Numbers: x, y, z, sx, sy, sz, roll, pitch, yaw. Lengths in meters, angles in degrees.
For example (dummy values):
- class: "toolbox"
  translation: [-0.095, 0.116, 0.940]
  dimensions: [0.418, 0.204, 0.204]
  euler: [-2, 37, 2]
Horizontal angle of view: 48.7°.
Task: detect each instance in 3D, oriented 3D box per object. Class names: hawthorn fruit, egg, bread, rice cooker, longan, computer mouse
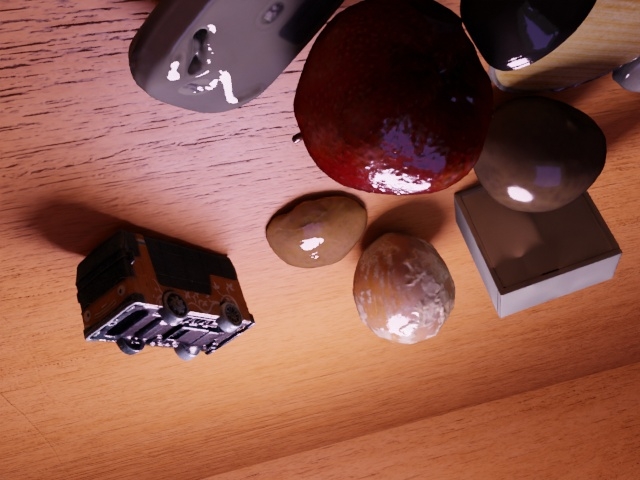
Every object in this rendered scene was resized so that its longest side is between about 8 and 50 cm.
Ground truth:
- class: "hawthorn fruit"
  translation: [0.057, -0.161, 0.832]
  dimensions: [0.265, 0.230, 0.210]
  euler: [-8, 173, 38]
- class: "egg"
  translation: [0.159, 0.094, 1.379]
  dimensions: [0.203, 0.203, 0.245]
  euler: [-20, 129, 2]
- class: "bread"
  translation: [0.359, -0.284, 0.978]
  dimensions: [0.266, 0.041, 0.267]
  euler: [-11, 163, -3]
- class: "rice cooker"
  translation: [0.239, -0.291, 0.807]
  dimensions: [0.118, 0.203, 0.142]
  euler: [39, 150, -27]
- class: "longan"
  translation: [0.341, -0.134, 1.122]
  dimensions: [0.212, 0.198, 0.198]
  euler: [4, 143, -38]
- class: "computer mouse"
  translation: [-0.071, -0.266, 0.756]
  dimensions: [0.331, 0.095, 0.197]
  euler: [-42, 160, 20]

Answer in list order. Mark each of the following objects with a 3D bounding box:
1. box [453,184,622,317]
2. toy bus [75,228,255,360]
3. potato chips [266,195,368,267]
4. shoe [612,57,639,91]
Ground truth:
- class: "box"
  translation: [0.397, -0.008, 1.321]
  dimensions: [0.224, 0.225, 0.117]
  euler: [-20, 150, 3]
- class: "toy bus"
  translation: [-0.258, 0.093, 1.175]
  dimensions: [0.138, 0.167, 0.275]
  euler: [-34, 152, 25]
- class: "potato chips"
  translation: [0.000, 0.000, 1.273]
  dimensions: [0.195, 0.062, 0.208]
  euler: [-10, 147, -19]
- class: "shoe"
  translation: [0.580, -0.258, 1.140]
  dimensions: [0.250, 0.100, 0.103]
  euler: [-3, 147, -31]
